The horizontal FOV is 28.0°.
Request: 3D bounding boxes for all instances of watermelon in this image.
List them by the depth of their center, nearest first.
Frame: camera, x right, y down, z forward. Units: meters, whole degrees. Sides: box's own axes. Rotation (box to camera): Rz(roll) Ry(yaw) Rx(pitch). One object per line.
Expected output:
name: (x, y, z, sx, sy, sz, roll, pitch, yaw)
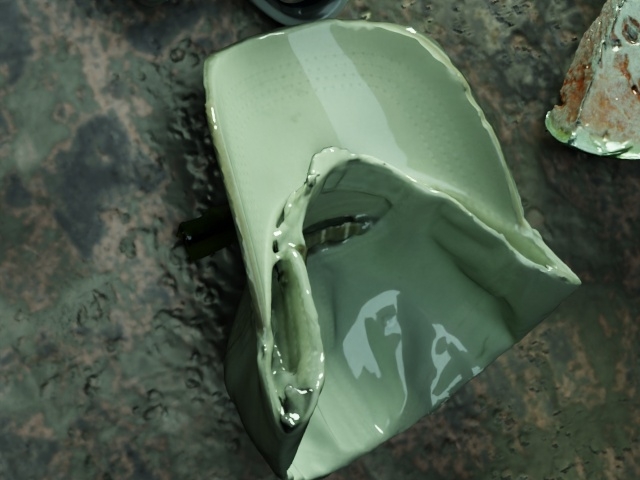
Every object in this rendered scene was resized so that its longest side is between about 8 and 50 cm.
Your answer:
watermelon: (0.258, -0.129, 0.993, 0.187, 0.071, 0.139, -13, 87, -6)

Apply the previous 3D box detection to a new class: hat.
hat: (0.005, 0.003, 0.881, 0.257, 0.168, 0.301, -22, 89, -34)

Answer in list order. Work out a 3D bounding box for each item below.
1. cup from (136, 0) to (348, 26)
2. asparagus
cup: (-0.055, -0.243, 0.861, 0.202, 0.167, 0.221, -31, 96, -9)
asparagus: (-0.029, -0.035, 0.936, 0.165, 0.030, 0.036, -32, 89, -12)
